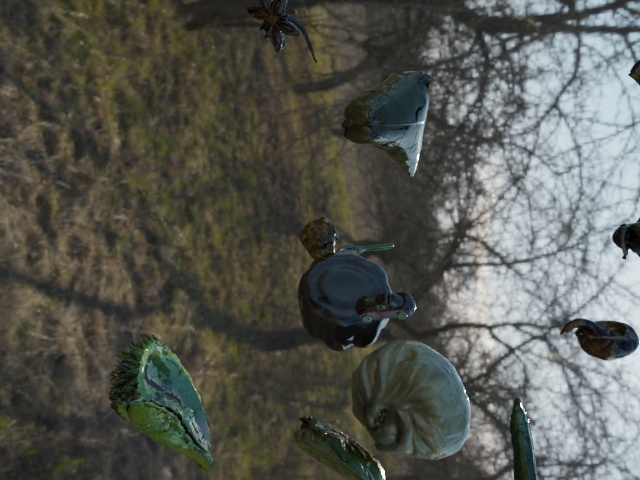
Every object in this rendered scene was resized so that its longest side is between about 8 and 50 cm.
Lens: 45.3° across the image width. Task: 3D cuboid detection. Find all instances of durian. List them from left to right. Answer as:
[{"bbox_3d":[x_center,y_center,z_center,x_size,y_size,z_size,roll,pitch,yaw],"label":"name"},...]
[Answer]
[{"bbox_3d":[-0.292,0.306,1.466,0.158,0.169,0.352,-48,141,-21],"label":"durian"}]

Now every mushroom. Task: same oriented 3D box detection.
[{"bbox_3d":[0.636,0.224,1.751,0.135,0.170,0.080,-48,149,-72],"label":"mushroom"}]

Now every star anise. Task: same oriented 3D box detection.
[{"bbox_3d":[-0.071,-0.443,1.602,0.191,0.097,0.070,54,29,-16],"label":"star anise"}]

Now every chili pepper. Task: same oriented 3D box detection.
[{"bbox_3d":[0.466,0.476,1.763,0.088,0.059,0.227,7,77,-74],"label":"chili pepper"}]

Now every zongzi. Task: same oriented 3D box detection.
[{"bbox_3d":[0.160,-0.230,1.835,0.274,0.145,0.300,-40,136,-42],"label":"zongzi"}]

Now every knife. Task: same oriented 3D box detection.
[{"bbox_3d":[0.107,0.018,1.875,0.022,0.184,0.026,-24,-106,53],"label":"knife"}]

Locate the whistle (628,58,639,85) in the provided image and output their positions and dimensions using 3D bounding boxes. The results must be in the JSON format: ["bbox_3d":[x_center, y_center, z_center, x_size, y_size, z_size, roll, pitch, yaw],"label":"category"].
[{"bbox_3d":[0.981,-0.373,2.105,0.326,0.068,0.057,40,-7,-3],"label":"whistle"}]

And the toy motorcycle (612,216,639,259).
[{"bbox_3d":[0.867,0.016,2.019,0.270,0.159,0.106,-84,158,-54],"label":"toy motorcycle"}]

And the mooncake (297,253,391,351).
[{"bbox_3d":[0.072,0.182,2.253,0.306,0.305,0.154,-90,-176,-48],"label":"mooncake"}]

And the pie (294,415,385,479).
[{"bbox_3d":[0.054,0.580,2.075,0.106,0.274,0.257,-57,-178,-8],"label":"pie"}]

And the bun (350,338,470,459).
[{"bbox_3d":[0.226,0.446,2.098,0.210,0.359,0.360,-13,98,-48],"label":"bun"}]

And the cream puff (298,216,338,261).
[{"bbox_3d":[0.000,0.000,2.123,0.094,0.116,0.122,45,-56,33],"label":"cream puff"}]

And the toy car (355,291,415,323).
[{"bbox_3d":[0.151,0.151,1.800,0.069,0.142,0.055,-79,158,-52],"label":"toy car"}]
